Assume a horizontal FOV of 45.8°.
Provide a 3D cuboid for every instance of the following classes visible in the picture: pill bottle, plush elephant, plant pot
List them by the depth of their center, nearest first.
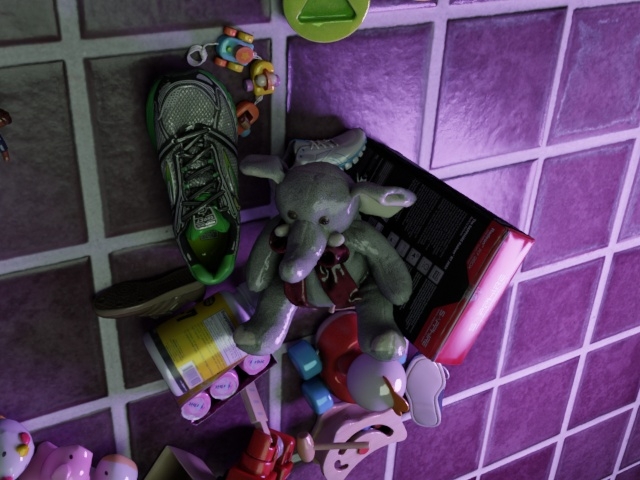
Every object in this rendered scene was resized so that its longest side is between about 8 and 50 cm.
[{"bbox_3d":[0.000,0.000,1.110,0.255,0.271,0.330,57,44,-62],"label":"plush elephant"},{"bbox_3d":[-0.177,0.156,1.259,0.208,0.119,0.119,-30,129,-13],"label":"pill bottle"},{"bbox_3d":[-0.259,0.468,1.444,0.096,0.109,0.109,23,103,-52],"label":"plant pot"}]

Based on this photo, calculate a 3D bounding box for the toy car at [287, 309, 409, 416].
[{"bbox_3d":[0.095,0.267,1.456,0.219,0.238,0.210,-28,129,-15],"label":"toy car"}]

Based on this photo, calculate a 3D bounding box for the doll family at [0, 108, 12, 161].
[{"bbox_3d":[-0.480,-0.157,0.950,0.111,0.076,0.193,-52,136,-2],"label":"doll family"}]

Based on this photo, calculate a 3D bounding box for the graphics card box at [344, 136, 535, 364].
[{"bbox_3d":[0.145,0.005,1.243,0.094,0.371,0.233,15,107,-42],"label":"graphics card box"}]

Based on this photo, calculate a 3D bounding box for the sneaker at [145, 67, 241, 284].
[{"bbox_3d":[-0.169,-0.089,1.122,0.134,0.146,0.344,-13,124,-9],"label":"sneaker"}]

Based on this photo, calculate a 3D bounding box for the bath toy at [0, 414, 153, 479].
[{"bbox_3d":[-0.428,0.403,1.278,0.151,0.129,0.348,-47,130,0],"label":"bath toy"}]

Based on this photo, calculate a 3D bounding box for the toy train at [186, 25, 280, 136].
[{"bbox_3d":[-0.122,-0.236,1.144,0.125,0.046,0.166,-38,131,-8],"label":"toy train"}]

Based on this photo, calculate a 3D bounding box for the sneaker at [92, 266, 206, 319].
[{"bbox_3d":[-0.273,0.104,1.238,0.188,0.066,0.071,-15,129,-23],"label":"sneaker"}]

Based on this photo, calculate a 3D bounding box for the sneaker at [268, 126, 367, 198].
[{"bbox_3d":[-0.009,-0.143,1.260,0.190,0.071,0.083,-35,124,-11],"label":"sneaker"}]

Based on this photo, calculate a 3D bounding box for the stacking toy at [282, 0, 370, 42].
[{"bbox_3d":[0.032,-0.461,1.103,0.279,0.130,0.309,-28,131,19],"label":"stacking toy"}]

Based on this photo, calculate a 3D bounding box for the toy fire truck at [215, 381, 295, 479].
[{"bbox_3d":[-0.120,0.385,1.450,0.217,0.158,0.246,31,78,-80],"label":"toy fire truck"}]

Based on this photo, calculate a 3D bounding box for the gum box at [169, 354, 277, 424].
[{"bbox_3d":[-0.184,0.227,1.340,0.188,0.107,0.062,-37,131,-8],"label":"gum box"}]

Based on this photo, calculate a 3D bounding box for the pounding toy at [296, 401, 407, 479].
[{"bbox_3d":[0.072,0.440,1.598,0.269,0.155,0.154,-11,118,-27],"label":"pounding toy"}]

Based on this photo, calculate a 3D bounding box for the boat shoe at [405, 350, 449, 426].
[{"bbox_3d":[0.235,0.312,1.664,0.095,0.079,0.255,-2,134,15],"label":"boat shoe"}]

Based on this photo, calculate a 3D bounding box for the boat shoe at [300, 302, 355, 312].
[{"bbox_3d":[0.003,0.086,1.383,0.257,0.095,0.095,-2,118,-32],"label":"boat shoe"}]
